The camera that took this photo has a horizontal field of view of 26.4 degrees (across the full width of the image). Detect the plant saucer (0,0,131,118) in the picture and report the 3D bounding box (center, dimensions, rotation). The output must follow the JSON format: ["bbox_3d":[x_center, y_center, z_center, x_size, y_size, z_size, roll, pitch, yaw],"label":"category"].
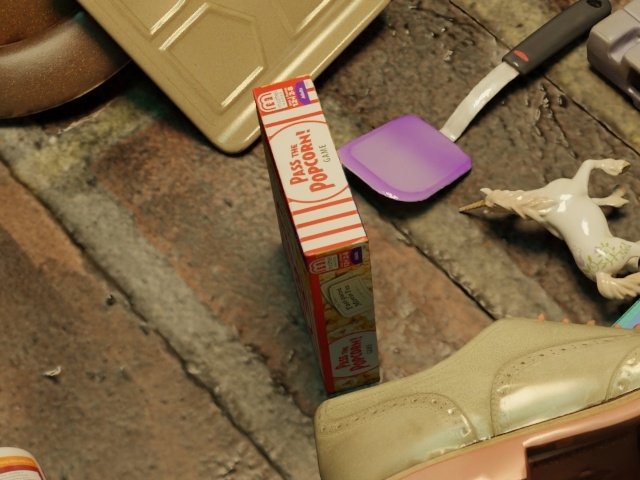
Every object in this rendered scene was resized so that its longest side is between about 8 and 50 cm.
[{"bbox_3d":[-0.265,-0.255,1.214,0.310,0.050,0.311,-7,64,16],"label":"plant saucer"}]

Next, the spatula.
[{"bbox_3d":[0.144,-0.126,1.146,0.296,0.030,0.084,-39,63,-20],"label":"spatula"}]

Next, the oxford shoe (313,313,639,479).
[{"bbox_3d":[0.183,0.090,0.882,0.397,0.140,0.146,-17,49,-9],"label":"oxford shoe"}]

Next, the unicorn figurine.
[{"bbox_3d":[0.199,-0.016,1.048,0.111,0.060,0.162,-19,45,-22],"label":"unicorn figurine"}]

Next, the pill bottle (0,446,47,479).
[{"bbox_3d":[-0.202,0.221,0.914,0.086,0.086,0.152,-28,58,-13],"label":"pill bottle"}]

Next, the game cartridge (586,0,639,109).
[{"bbox_3d":[0.419,-0.111,1.096,0.230,0.068,0.355,-32,59,-20],"label":"game cartridge"}]

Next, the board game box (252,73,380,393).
[{"bbox_3d":[0.000,0.000,0.978,0.045,0.193,0.147,-15,56,-4],"label":"board game box"}]

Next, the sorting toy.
[{"bbox_3d":[-0.051,-0.254,1.165,0.229,0.041,0.307,46,77,-10],"label":"sorting toy"}]

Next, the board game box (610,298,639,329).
[{"bbox_3d":[0.225,0.151,0.945,0.210,0.047,0.160,-40,61,-19],"label":"board game box"}]
